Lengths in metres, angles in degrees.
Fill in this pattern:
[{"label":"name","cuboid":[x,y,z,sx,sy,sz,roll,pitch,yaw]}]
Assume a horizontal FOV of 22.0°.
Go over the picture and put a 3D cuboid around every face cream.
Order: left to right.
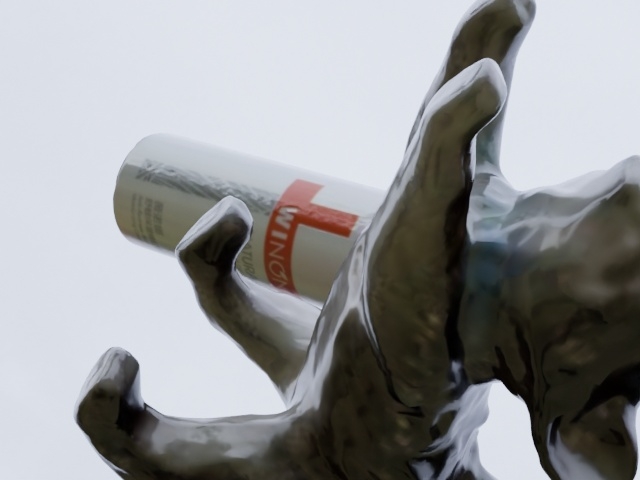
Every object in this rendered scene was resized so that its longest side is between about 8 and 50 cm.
[{"label":"face cream","cuboid":[0.000,0.000,1.239,0.346,0.102,0.102,16,-43,34]}]

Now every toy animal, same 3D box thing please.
[{"label":"toy animal","cuboid":[0.086,0.065,0.920,0.344,0.194,0.303,-35,-71,30]}]
